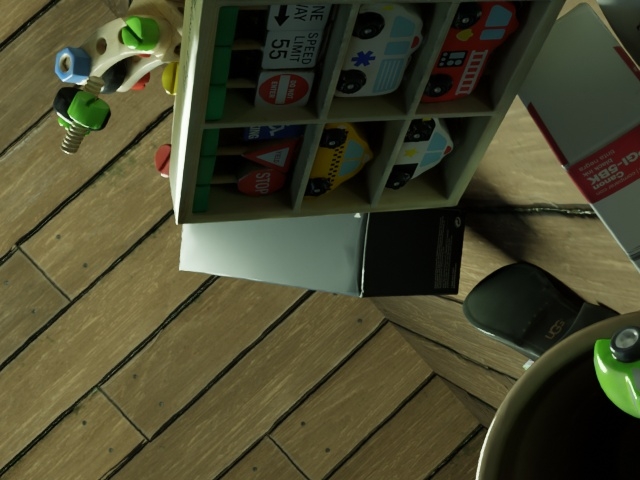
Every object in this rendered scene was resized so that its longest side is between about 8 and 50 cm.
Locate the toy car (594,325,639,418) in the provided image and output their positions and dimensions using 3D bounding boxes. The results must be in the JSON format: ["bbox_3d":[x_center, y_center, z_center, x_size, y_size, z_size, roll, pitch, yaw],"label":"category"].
[{"bbox_3d":[0.247,0.087,0.555,0.225,0.053,0.239,-4,135,43],"label":"toy car"}]

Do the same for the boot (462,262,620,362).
[{"bbox_3d":[0.274,0.149,1.075,0.229,0.091,0.263,51,171,-30],"label":"boot"}]

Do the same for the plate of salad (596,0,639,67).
[{"bbox_3d":[0.176,-0.081,0.444,0.200,0.048,0.200,46,174,7],"label":"plate of salad"}]

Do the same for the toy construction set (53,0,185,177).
[{"bbox_3d":[-0.115,-0.203,1.137,0.308,0.237,0.257,18,-158,-31],"label":"toy construction set"}]

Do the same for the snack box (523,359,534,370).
[{"bbox_3d":[0.312,0.183,1.291,0.100,0.037,0.141,48,175,2],"label":"snack box"}]

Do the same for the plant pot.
[{"bbox_3d":[0.260,0.178,0.739,0.263,0.263,0.229,46,-169,17],"label":"plant pot"}]

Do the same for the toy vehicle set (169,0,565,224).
[{"bbox_3d":[0.020,-0.095,0.486,0.267,0.166,0.035,109,153,-58],"label":"toy vehicle set"}]

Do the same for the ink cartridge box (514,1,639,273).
[{"bbox_3d":[0.161,-0.042,0.549,0.135,0.056,0.099,43,-160,-39],"label":"ink cartridge box"}]

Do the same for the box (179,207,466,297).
[{"bbox_3d":[0.000,0.000,1.155,0.261,0.103,0.184,6,180,39],"label":"box"}]
